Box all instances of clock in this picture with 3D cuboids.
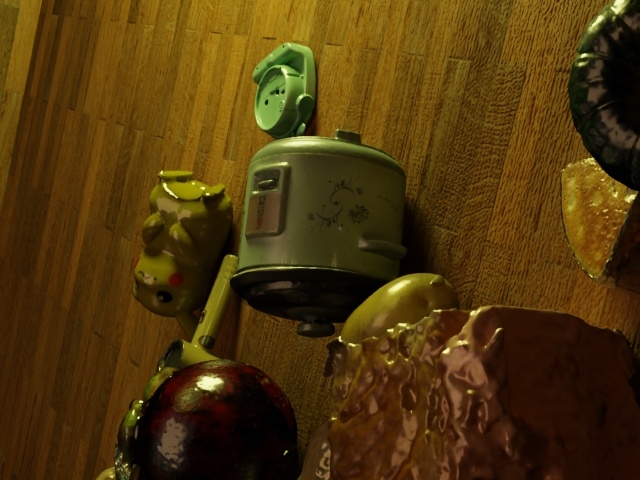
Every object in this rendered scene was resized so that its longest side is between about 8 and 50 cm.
[{"bbox_3d":[-0.066,-0.254,2.149,0.148,0.060,0.188,-31,58,51],"label":"clock"}]

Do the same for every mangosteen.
[{"bbox_3d":[-0.184,0.335,1.970,0.311,0.311,0.311,-21,64,55],"label":"mangosteen"}]

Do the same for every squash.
[{"bbox_3d":[0.389,-0.162,1.255,0.252,0.165,0.252,-8,74,29],"label":"squash"}]

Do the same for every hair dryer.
[{"bbox_3d":[-0.196,0.163,2.221,0.090,0.135,0.278,-9,58,58],"label":"hair dryer"}]

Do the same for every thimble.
[{"bbox_3d":[-0.364,0.442,2.423,0.118,0.090,0.135,-42,49,45],"label":"thimble"}]

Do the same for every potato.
[{"bbox_3d":[0.099,0.144,1.642,0.140,0.173,0.300,44,155,7],"label":"potato"}]

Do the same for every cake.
[{"bbox_3d":[0.202,0.248,1.359,0.293,0.307,0.314,-27,59,48],"label":"cake"}]

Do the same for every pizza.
[{"bbox_3d":[0.363,-0.048,1.405,0.193,0.053,0.201,-48,33,44],"label":"pizza"}]

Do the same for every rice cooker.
[{"bbox_3d":[0.000,0.000,1.786,0.317,0.264,0.316,-14,68,38],"label":"rice cooker"}]

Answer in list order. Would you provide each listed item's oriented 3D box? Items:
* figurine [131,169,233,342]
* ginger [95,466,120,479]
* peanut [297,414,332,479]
[{"bbox_3d":[-0.282,0.027,2.321,0.218,0.169,0.326,25,98,34],"label":"figurine"},{"bbox_3d":[-0.410,0.624,2.417,0.190,0.126,0.354,-54,39,28],"label":"ginger"},{"bbox_3d":[0.011,0.391,1.795,0.149,0.149,0.313,43,116,54],"label":"peanut"}]
